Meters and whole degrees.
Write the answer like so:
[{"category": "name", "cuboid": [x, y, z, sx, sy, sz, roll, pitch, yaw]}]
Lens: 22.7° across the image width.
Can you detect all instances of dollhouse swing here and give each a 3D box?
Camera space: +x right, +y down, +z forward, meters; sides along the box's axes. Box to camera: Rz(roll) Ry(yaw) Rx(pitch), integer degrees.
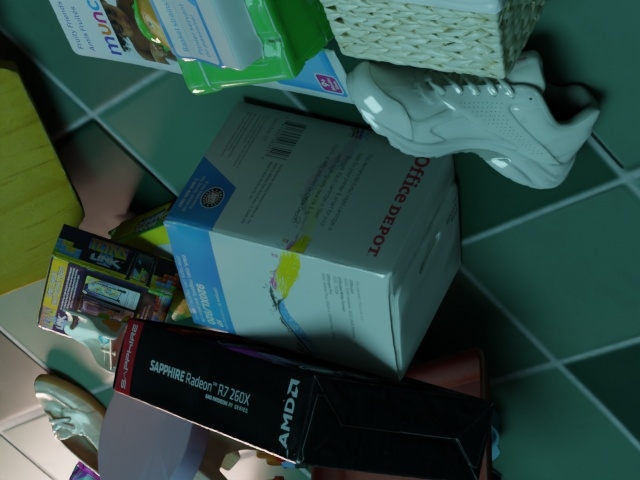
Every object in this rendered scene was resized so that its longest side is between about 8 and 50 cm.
[{"category": "dollhouse swing", "cuboid": [-0.475, -0.136, 1.823, 0.315, 0.305, 0.347, -21, 132, -3]}]

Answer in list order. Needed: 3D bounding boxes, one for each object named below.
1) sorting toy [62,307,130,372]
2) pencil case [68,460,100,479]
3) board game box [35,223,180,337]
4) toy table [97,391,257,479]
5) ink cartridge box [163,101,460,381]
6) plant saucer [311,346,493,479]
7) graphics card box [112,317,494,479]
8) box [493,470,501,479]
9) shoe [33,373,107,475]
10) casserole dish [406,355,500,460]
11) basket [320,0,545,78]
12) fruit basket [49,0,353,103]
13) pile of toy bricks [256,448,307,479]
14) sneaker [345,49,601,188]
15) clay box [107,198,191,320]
[{"category": "sorting toy", "cuboid": [-0.252, 0.100, 1.775, 0.075, 0.045, 0.083, 20, 148, 6]}, {"category": "pencil case", "cuboid": [-0.286, 0.362, 2.278, 0.151, 0.064, 0.070, 33, 160, -5]}, {"category": "board game box", "cuboid": [-0.239, 0.062, 1.792, 0.141, 0.048, 0.170, 20, 146, -5]}, {"category": "toy table", "cuboid": [-0.152, 0.261, 1.942, 0.161, 0.274, 0.252, 36, 112, -25]}, {"category": "ink cartridge box", "cuboid": [0.000, 0.000, 1.555, 0.232, 0.171, 0.168, 15, 143, 20]}, {"category": "plant saucer", "cuboid": [0.093, 0.268, 1.715, 0.047, 0.258, 0.259, 22, 149, -40]}, {"category": "graphics card box", "cuboid": [-0.027, 0.162, 1.658, 0.233, 0.094, 0.371, 13, 180, -34]}, {"category": "box", "cuboid": [0.105, 0.352, 1.870, 0.108, 0.207, 0.153, 33, 145, -11]}, {"category": "shoe", "cuboid": [-0.319, 0.268, 2.194, 0.076, 0.058, 0.219, -15, 124, 45]}, {"category": "casserole dish", "cuboid": [0.124, 0.185, 1.805, 0.188, 0.037, 0.114, 33, 144, -2]}, {"category": "basket", "cuboid": [0.092, -0.207, 1.296, 0.167, 0.113, 0.103, 11, 142, 26]}, {"category": "fruit basket", "cuboid": [-0.157, -0.255, 1.373, 0.353, 0.165, 0.327, 10, 140, 31]}, {"category": "pile of toy bricks", "cuboid": [-0.066, 0.300, 1.782, 0.105, 0.118, 0.212, -1, 145, 6]}, {"category": "sneaker", "cuboid": [0.135, -0.127, 1.362, 0.232, 0.090, 0.115, 12, 135, -25]}, {"category": "clay box", "cuboid": [-0.146, 0.019, 1.782, 0.127, 0.053, 0.222, 46, 141, -21]}]
